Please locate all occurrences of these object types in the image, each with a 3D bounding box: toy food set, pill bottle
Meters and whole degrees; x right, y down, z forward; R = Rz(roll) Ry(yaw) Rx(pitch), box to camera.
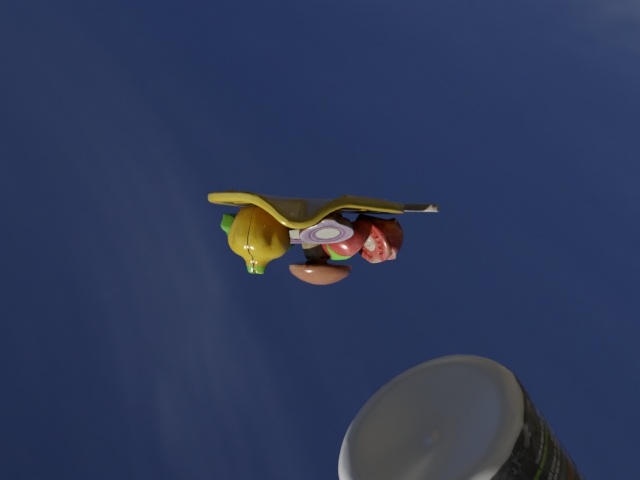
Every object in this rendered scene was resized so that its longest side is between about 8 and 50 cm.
[{"bbox_3d":[0.000,0.000,1.542,0.218,0.128,0.071,4,-91,-55],"label":"toy food set"},{"bbox_3d":[0.122,0.196,1.240,0.245,0.130,0.130,54,-152,-35],"label":"pill bottle"}]
